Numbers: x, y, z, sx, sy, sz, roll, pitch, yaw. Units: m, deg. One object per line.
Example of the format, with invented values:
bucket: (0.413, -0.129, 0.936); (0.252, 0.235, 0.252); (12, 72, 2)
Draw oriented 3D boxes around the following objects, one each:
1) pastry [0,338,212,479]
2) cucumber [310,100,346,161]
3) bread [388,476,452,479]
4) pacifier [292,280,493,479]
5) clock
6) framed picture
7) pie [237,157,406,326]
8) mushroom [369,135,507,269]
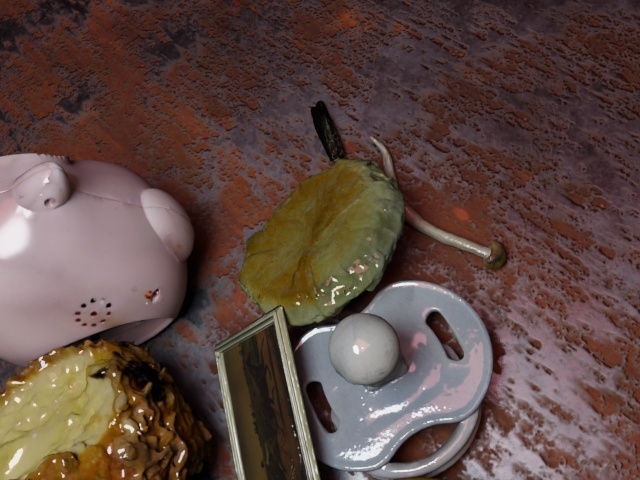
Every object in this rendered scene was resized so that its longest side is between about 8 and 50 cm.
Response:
pastry: (-0.315, 0.345, 0.802); (0.293, 0.337, 0.405); (10, 41, 36)
cucumber: (0.010, -0.187, 1.069); (0.033, 0.034, 0.134); (-26, 65, 9)
bread: (0.146, 0.388, 0.729); (0.247, 0.176, 0.195); (-1, 107, 20)
pacifier: (0.078, 0.169, 0.802); (0.300, 0.233, 0.244); (-32, 56, 2)
clock: (-0.375, 0.037, 0.901); (0.369, 0.376, 0.250); (-23, 70, 6)
framed picture: (-0.083, 0.239, 0.865); (0.197, 0.014, 0.252); (-36, 62, 46)
pie: (0.000, 0.000, 0.935); (0.307, 0.071, 0.306); (-27, 35, 21)
mushroom: (0.161, -0.054, 0.979); (0.068, 0.043, 0.306); (-36, 62, -20)
